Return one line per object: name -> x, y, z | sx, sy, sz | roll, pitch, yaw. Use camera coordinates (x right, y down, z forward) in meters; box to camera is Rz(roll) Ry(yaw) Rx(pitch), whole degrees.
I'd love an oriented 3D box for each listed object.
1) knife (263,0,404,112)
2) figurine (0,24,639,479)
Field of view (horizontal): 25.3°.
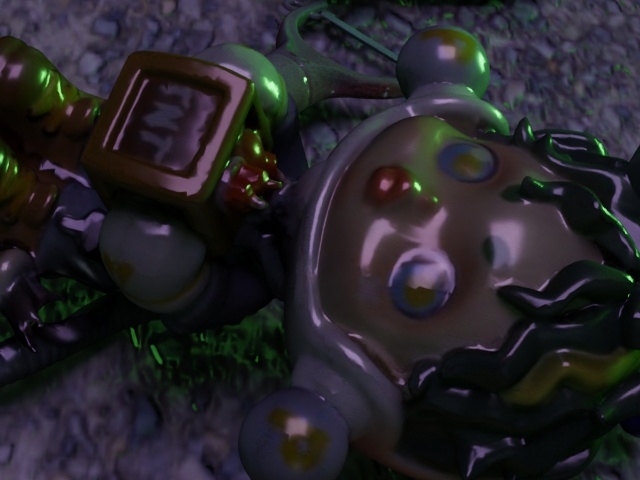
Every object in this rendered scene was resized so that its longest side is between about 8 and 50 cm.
knife -> -0.056, -0.078, 0.868 | 0.123, 0.053, 0.278 | 32, 50, 28
figurine -> 0.001, -0.004, 0.700 | 0.381, 0.186, 0.261 | 19, 77, 7
